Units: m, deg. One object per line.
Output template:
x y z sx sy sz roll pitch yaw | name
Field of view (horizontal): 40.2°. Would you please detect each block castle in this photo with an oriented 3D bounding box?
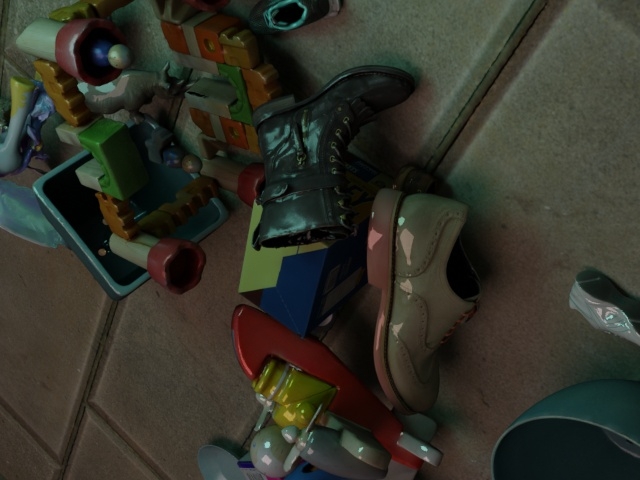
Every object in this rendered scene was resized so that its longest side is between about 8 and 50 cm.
-0.209 -0.173 1.299 0.213 0.303 0.453 20 140 35 | block castle

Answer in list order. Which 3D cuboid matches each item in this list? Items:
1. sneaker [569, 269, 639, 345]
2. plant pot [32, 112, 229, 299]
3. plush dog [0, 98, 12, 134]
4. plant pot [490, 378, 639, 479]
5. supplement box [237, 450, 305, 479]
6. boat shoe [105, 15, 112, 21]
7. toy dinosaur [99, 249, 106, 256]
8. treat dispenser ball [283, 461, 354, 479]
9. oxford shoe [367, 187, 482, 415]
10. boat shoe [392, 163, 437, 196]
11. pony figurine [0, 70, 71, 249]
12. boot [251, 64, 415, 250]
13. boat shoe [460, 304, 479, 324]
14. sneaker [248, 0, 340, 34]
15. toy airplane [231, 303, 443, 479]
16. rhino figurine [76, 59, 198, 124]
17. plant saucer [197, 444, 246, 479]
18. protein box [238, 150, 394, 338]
0.402 0.104 1.172 0.152 0.054 0.061 40 147 22 | sneaker
-0.357 -0.034 1.616 0.247 0.248 0.252 51 156 2 | plant pot
-0.792 -0.267 1.840 0.211 0.225 0.262 -25 100 48 | plush dog
0.408 0.301 1.189 0.290 0.195 0.290 23 131 29 | plant pot
-0.057 0.521 1.820 0.111 0.114 0.220 -15 106 45 | supplement box
-0.423 -0.351 1.544 0.113 0.105 0.306 44 164 -7 | boat shoe
-0.462 0.014 1.873 0.093 0.053 0.183 35 136 16 | toy dinosaur
0.040 0.538 1.613 0.288 0.288 0.288 23 131 29 | treat dispenser ball
0.158 0.110 1.267 0.147 0.140 0.396 4 128 18 | oxford shoe
0.142 -0.024 1.298 0.060 0.064 0.177 21 127 33 | boat shoe
-0.625 -0.163 1.675 0.363 0.351 0.303 -61 41 21 | pony figurine
0.022 -0.104 1.194 0.263 0.228 0.091 -18 151 15 | boot
0.190 0.123 1.375 0.137 0.043 0.049 -27 100 49 | boat shoe
-0.054 -0.328 1.253 0.167 0.076 0.064 -6 112 44 | sneaker
0.010 0.302 1.460 0.384 0.272 0.386 40 169 35 | toy airplane
-0.325 -0.252 1.490 0.244 0.073 0.106 -8 154 9 | rhino figurine
-0.201 0.543 2.020 0.195 0.037 0.194 22 130 29 | plant saucer
0.000 0.000 1.338 0.136 0.201 0.199 33 135 20 | protein box
